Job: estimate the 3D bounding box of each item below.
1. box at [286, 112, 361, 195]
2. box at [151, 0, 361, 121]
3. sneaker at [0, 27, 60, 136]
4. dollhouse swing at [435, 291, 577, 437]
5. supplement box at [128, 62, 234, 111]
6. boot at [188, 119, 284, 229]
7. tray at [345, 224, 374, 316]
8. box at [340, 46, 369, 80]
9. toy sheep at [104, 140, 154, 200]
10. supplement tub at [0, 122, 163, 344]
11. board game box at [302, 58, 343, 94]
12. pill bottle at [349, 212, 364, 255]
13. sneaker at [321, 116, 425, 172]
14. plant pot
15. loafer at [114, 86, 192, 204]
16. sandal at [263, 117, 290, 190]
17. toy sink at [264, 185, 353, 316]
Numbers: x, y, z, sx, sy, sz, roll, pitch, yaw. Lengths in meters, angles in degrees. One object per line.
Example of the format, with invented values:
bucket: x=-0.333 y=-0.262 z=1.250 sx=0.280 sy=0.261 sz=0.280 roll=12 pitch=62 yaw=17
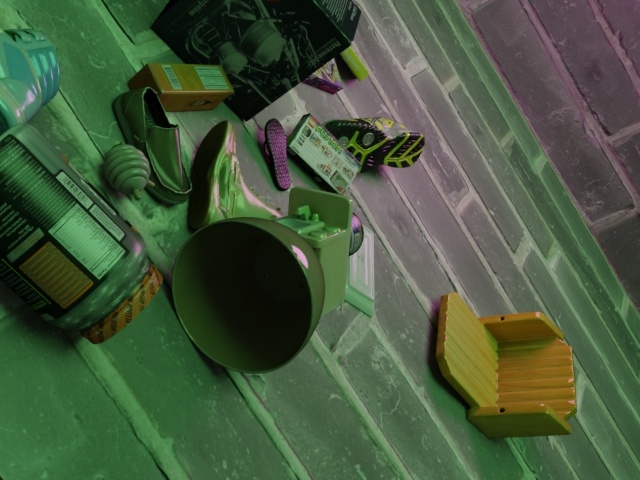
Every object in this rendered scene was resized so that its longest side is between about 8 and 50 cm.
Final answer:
box: x=0.007 y=-0.215 z=1.906 sx=0.207 sy=0.036 sz=0.114 roll=42 pitch=66 yaw=-27
box: x=-0.139 y=-0.503 z=1.681 sx=0.312 sy=0.343 sz=0.179 roll=43 pitch=36 yaw=-25
sneaker: x=-0.559 y=-0.330 z=1.204 sx=0.319 sy=0.127 sz=0.208 roll=59 pitch=34 yaw=-22
dollhouse swing: x=0.516 y=0.310 z=2.048 sx=0.347 sy=0.315 sz=0.305 roll=-75 pitch=147 yaw=-45
supplement box: x=-0.294 y=-0.328 z=1.593 sx=0.233 sy=0.078 sz=0.080 roll=-14 pitch=75 yaw=-56
boot: x=-0.169 y=-0.107 z=1.578 sx=0.203 sy=0.095 sz=0.262 roll=29 pitch=52 yaw=-38
tray: x=0.096 y=0.048 z=1.886 sx=0.145 sy=0.030 sz=0.270 roll=33 pitch=43 yaw=-34
box: x=0.081 y=-0.571 z=2.256 sx=0.178 sy=0.042 sz=0.109 roll=52 pitch=9 yaw=-14
toy sheep: x=-0.353 y=-0.127 z=1.365 sx=0.091 sy=0.091 sz=0.132 roll=5 pitch=45 yaw=-52
supplement tub: x=-0.400 y=-0.003 z=1.116 sx=0.316 sy=0.193 sz=0.194 roll=50 pitch=36 yaw=-19
board game box: x=-0.054 y=-0.600 z=2.134 sx=0.208 sy=0.056 sz=0.347 roll=6 pitch=62 yaw=-47
pill bottle: x=0.000 y=0.000 z=1.709 sx=0.219 sy=0.122 sz=0.123 roll=-20 pitch=83 yaw=-57
sneaker: x=0.121 y=-0.280 z=2.092 sx=0.384 sy=0.145 sz=0.147 roll=2 pitch=29 yaw=-45
plant pot: x=-0.105 y=0.080 z=1.383 sx=0.284 sy=0.284 sz=0.191 roll=61 pitch=27 yaw=-1
loafer: x=-0.319 y=-0.189 z=1.450 sx=0.094 sy=0.087 sz=0.251 roll=-25 pitch=87 yaw=-56
sandal: x=-0.112 y=-0.206 z=1.790 sx=0.067 sy=0.040 sz=0.179 roll=-4 pitch=84 yaw=-48
toy sink: x=-0.036 y=0.021 z=1.525 sx=0.131 sy=0.152 sz=0.234 roll=-21 pitch=121 yaw=-57
